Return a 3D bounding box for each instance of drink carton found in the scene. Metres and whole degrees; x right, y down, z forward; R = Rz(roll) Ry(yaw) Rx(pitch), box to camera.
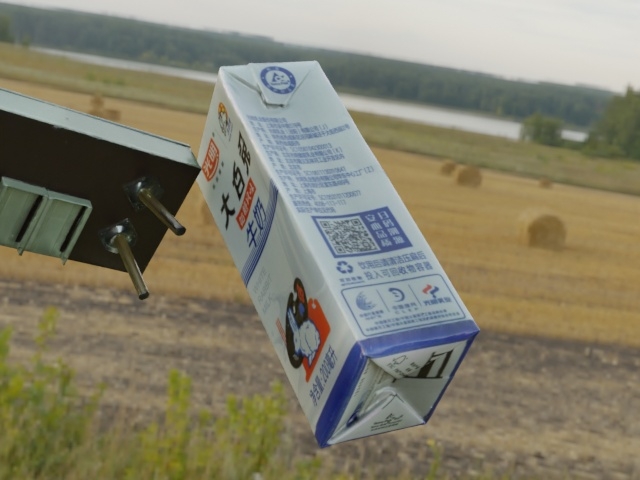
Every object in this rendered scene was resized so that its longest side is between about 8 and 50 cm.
[{"bbox_3d":[0.000,0.000,0.923,0.106,0.130,0.315,-6,50,-27],"label":"drink carton"}]

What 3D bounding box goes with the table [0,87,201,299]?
[{"bbox_3d":[-0.220,-0.032,0.901,0.240,0.121,0.111,15,29,-34],"label":"table"}]
